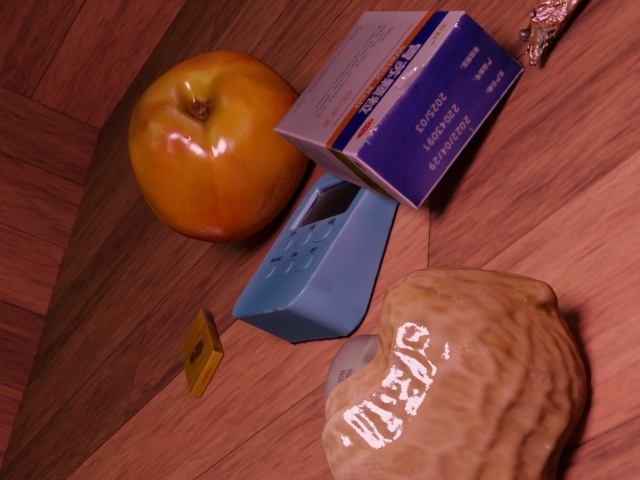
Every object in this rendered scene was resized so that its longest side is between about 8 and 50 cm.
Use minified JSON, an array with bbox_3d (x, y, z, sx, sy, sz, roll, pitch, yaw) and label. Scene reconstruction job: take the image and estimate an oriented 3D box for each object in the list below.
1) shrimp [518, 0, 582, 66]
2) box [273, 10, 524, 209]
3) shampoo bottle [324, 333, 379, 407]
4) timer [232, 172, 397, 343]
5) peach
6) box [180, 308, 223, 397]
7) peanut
[{"bbox_3d":[0.258,-0.267,1.132,0.184,0.043,0.091,-61,25,12],"label":"shrimp"},{"bbox_3d":[0.080,-0.166,1.299,0.200,0.106,0.299,-53,21,-3],"label":"box"},{"bbox_3d":[0.094,0.135,1.043,0.234,0.087,0.118,-23,48,60],"label":"shampoo bottle"},{"bbox_3d":[0.000,0.000,1.411,0.232,0.091,0.250,-19,47,63],"label":"timer"},{"bbox_3d":[-0.154,-0.137,1.687,0.308,0.289,0.289,73,-154,-59],"label":"peach"},{"bbox_3d":[-0.194,0.181,1.771,0.087,0.023,0.155,-58,22,13],"label":"box"},{"bbox_3d":[0.115,0.128,0.881,0.233,0.197,0.110,-64,-4,-5],"label":"peanut"}]
